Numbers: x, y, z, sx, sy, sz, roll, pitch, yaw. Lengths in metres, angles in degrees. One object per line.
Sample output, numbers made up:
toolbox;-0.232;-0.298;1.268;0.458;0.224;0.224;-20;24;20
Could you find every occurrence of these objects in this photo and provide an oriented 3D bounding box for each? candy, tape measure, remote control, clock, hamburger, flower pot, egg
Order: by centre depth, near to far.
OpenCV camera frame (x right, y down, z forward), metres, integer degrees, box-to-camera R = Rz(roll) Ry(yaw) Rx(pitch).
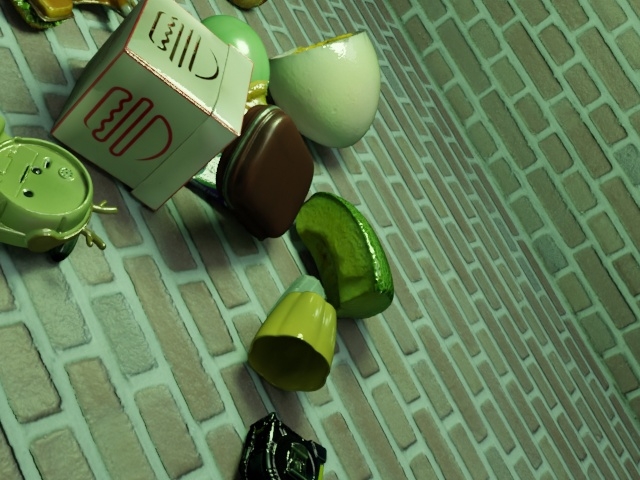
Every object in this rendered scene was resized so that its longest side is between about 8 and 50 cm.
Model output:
clock;-0.532;-0.091;1.419;0.308;0.096;0.235;25;39;-21
tape measure;-0.073;0.476;1.553;0.199;0.112;0.186;39;37;-23
flower pot;-0.048;0.220;1.730;0.195;0.195;0.179;44;41;-19
hamburger;-0.663;-0.563;1.748;0.166;0.087;0.137;53;32;-2
remote control;-0.056;0.170;1.924;0.104;0.052;0.247;49;34;-8
candy;-0.237;-0.141;1.952;0.275;0.070;0.145;40;47;-26
egg;-0.256;-0.496;2.115;0.269;0.220;0.220;59;30;-13
egg;0.028;-0.455;2.379;0.354;0.354;0.339;-45;122;-59

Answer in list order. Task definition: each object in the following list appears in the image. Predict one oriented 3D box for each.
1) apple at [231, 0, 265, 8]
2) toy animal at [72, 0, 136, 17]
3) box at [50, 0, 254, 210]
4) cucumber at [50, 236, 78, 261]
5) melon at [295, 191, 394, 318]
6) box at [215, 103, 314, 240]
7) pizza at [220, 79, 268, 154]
apple;-0.243;-0.897;2.550;0.211;0.188;0.211;35;39;-34
toy animal;-0.586;-0.684;1.981;0.302;0.225;0.284;45;9;-40
box;-0.369;-0.321;1.707;0.300;0.312;0.314;35;35;-27
cucumber;-0.500;-0.001;1.476;0.048;0.048;0.105;36;36;-29
melon;0.061;0.030;2.046;0.331;0.226;0.343;75;3;-74
box;-0.127;-0.156;1.805;0.108;0.263;0.404;23;-12;17
pizza;-0.178;-0.271;2.033;0.287;0.075;0.280;46;72;-24
